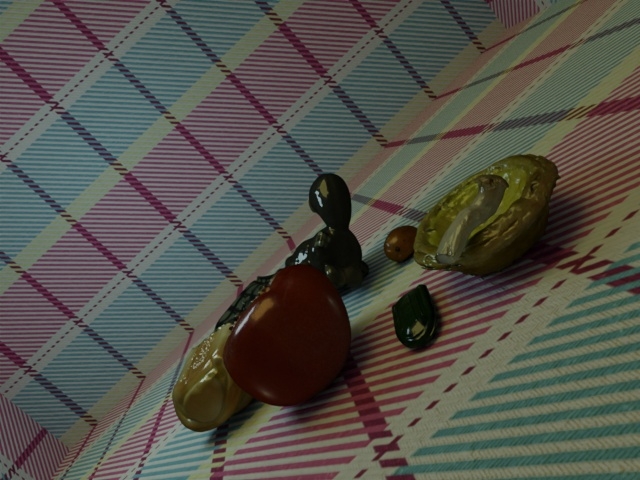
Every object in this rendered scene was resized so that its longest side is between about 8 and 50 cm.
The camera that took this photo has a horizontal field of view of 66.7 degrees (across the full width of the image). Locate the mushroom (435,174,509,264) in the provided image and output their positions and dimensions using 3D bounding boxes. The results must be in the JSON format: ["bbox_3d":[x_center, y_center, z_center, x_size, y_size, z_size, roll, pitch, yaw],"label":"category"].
[{"bbox_3d":[0.275,-0.040,0.897,0.202,0.054,0.059,-53,17,-7],"label":"mushroom"}]

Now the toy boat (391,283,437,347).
[{"bbox_3d":[0.202,0.161,1.049,0.104,0.052,0.210,-39,13,13],"label":"toy boat"}]

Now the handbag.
[{"bbox_3d":[-0.265,0.286,1.910,0.325,0.162,0.327,-51,10,-21],"label":"handbag"}]

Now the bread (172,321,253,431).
[{"bbox_3d":[-0.295,0.426,1.463,0.315,0.211,0.270,-43,20,27],"label":"bread"}]

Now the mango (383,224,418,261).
[{"bbox_3d":[0.241,-0.004,1.422,0.105,0.084,0.159,-29,18,34],"label":"mango"}]

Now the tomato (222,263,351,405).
[{"bbox_3d":[-0.070,0.237,1.195,0.341,0.272,0.341,-50,-2,-2],"label":"tomato"}]

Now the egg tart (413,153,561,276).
[{"bbox_3d":[0.353,-0.035,1.015,0.345,0.132,0.345,-41,12,11],"label":"egg tart"}]

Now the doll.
[{"bbox_3d":[0.034,0.002,1.586,0.382,0.252,0.379,161,123,-71],"label":"doll"}]
